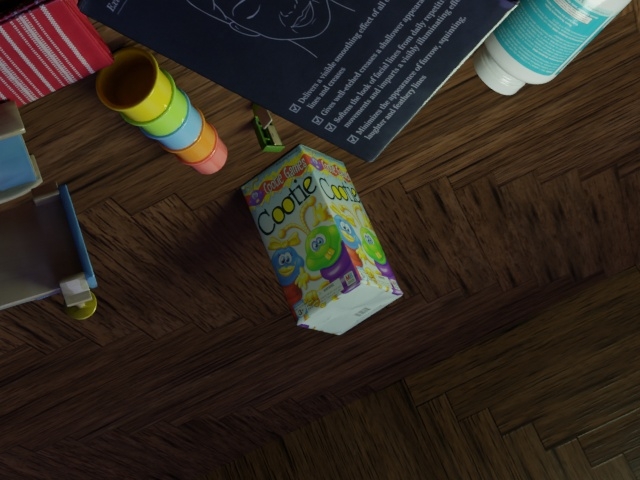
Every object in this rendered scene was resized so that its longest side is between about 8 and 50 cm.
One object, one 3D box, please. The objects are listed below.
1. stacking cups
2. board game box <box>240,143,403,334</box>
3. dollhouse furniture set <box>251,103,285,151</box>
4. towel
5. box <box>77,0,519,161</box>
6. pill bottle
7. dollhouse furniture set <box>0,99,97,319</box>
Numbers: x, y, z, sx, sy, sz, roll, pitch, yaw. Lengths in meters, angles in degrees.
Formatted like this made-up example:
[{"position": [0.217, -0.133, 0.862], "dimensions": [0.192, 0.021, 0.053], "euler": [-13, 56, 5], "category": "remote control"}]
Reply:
[{"position": [-0.212, -0.173, 1.966], "dimensions": [0.096, 0.096, 0.316], "euler": [-28, 155, 9], "category": "stacking cups"}, {"position": [0.000, 0.000, 2.280], "dimensions": [0.144, 0.275, 0.142], "euler": [-35, 153, 23], "category": "board game box"}, {"position": [-0.051, -0.205, 2.088], "dimensions": [0.076, 0.059, 0.152], "euler": [-1, 147, -41], "category": "dollhouse furniture set"}, {"position": [-0.420, -0.228, 1.754], "dimensions": [0.275, 0.031, 0.199], "euler": [-23, 157, 3], "category": "towel"}, {"position": [-0.021, -0.322, 1.510], "dimensions": [0.395, 0.212, 0.293], "euler": [27, 133, -20], "category": "box"}, {"position": [0.347, -0.341, 2.066], "dimensions": [0.146, 0.146, 0.264], "euler": [-1, 146, -40], "category": "pill bottle"}, {"position": [-0.469, 0.013, 1.833], "dimensions": [0.286, 0.303, 0.198], "euler": [-19, 162, -10], "category": "dollhouse furniture set"}]
